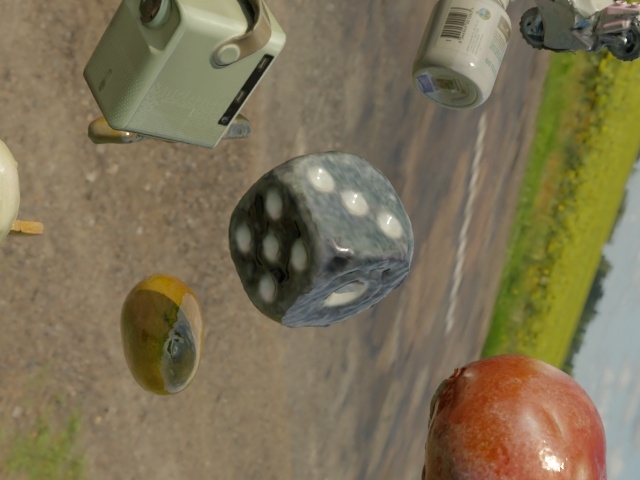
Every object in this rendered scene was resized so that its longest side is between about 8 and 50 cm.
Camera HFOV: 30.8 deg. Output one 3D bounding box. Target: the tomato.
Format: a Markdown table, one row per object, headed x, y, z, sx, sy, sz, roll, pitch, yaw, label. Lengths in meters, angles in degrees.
| x | y | z | sx | sy | sz | roll | pitch | yaw | label |
| --- | --- | --- | --- | --- | --- | --- | --- | --- | --- |
| 0.197 | 0.233 | 1.186 | 0.232 | 0.189 | 0.232 | 5 | 90 | -82 | tomato |

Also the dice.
| x | y | z | sx | sy | sz | roll | pitch | yaw | label |
| --- | --- | --- | --- | --- | --- | --- | --- | --- | --- |
| 0.000 | 0.000 | 1.542 | 0.182 | 0.183 | 0.181 | -5 | 151 | -44 | dice |

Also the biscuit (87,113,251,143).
| x | y | z | sx | sy | sz | roll | pitch | yaw | label |
| --- | --- | --- | --- | --- | --- | --- | --- | --- | --- |
| -0.279 | -0.215 | 2.198 | 0.291 | 0.237 | 0.062 | -17 | 107 | -71 | biscuit |

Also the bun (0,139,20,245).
| x | y | z | sx | sy | sz | roll | pitch | yaw | label |
| --- | --- | --- | --- | --- | --- | --- | --- | --- | --- |
| -0.476 | -0.047 | 1.394 | 0.116 | 0.237 | 0.209 | -114 | -164 | -77 | bun |

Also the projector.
| x | y | z | sx | sy | sz | roll | pitch | yaw | label |
| --- | --- | --- | --- | --- | --- | --- | --- | --- | --- |
| -0.176 | -0.256 | 1.538 | 0.177 | 0.163 | 0.242 | 8 | 131 | -43 | projector |

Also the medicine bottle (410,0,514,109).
| x | y | z | sx | sy | sz | roll | pitch | yaw | label |
| --- | --- | --- | --- | --- | --- | --- | --- | --- | --- |
| 0.237 | -0.332 | 1.883 | 0.135 | 0.135 | 0.215 | 81 | 28 | -65 | medicine bottle |

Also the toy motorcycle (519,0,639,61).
| x | y | z | sx | sy | sz | roll | pitch | yaw | label |
| --- | --- | --- | --- | --- | --- | --- | --- | --- | --- |
| 0.436 | -0.407 | 1.942 | 0.108 | 0.239 | 0.204 | -41 | 132 | -52 | toy motorcycle |

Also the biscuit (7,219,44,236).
| x | y | z | sx | sy | sz | roll | pitch | yaw | label |
| --- | --- | --- | --- | --- | --- | --- | --- | --- | --- |
| -0.468 | -0.019 | 1.698 | 0.133 | 0.184 | 0.027 | 8 | 86 | -48 | biscuit |

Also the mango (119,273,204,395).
| x | y | z | sx | sy | sz | roll | pitch | yaw | label |
| --- | --- | --- | --- | --- | --- | --- | --- | --- | --- |
| -0.260 | 0.165 | 1.912 | 0.254 | 0.139 | 0.175 | -105 | -172 | -58 | mango |
